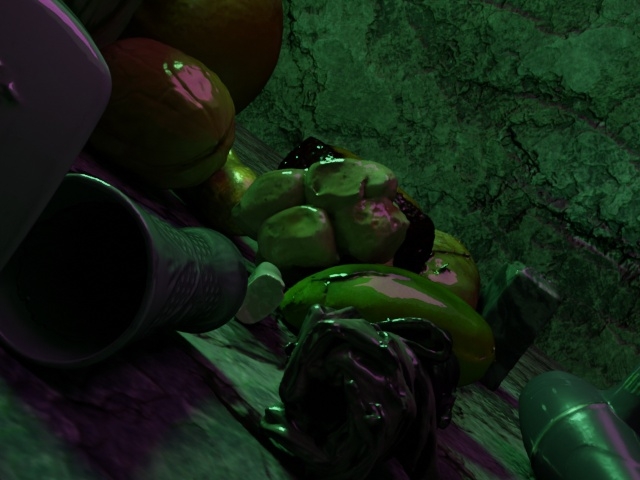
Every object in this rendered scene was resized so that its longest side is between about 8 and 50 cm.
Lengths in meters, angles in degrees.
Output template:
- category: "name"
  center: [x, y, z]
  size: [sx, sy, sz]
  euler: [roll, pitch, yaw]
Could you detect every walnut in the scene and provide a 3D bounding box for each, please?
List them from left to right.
- category: "walnut"
  center: [-0.188, -0.146, 1.077]
  size: [0.206, 0.159, 0.159]
  euler: [32, 3, 32]

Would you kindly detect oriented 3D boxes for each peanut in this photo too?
- category: "peanut"
  center: [-0.127, -0.072, 1.163]
  size: [0.087, 0.087, 0.207]
  euler: [30, 11, -42]

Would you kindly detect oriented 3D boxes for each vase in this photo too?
- category: "vase"
  center: [-0.106, 0.022, 0.567]
  size: [0.096, 0.096, 0.219]
  euler: [37, 3, 11]

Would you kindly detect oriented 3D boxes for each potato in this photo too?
- category: "potato"
  center: [0.154, 0.053, 1.468]
  size: [0.172, 0.140, 0.300]
  euler: [5, 9, -6]

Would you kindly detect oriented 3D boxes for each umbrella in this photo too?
- category: "umbrella"
  center: [0.066, 0.111, 0.723]
  size: [0.106, 0.113, 0.357]
  euler: [15, -1, 18]

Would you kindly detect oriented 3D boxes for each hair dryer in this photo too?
- category: "hair dryer"
  center: [0.370, 0.155, 0.947]
  size: [0.121, 0.361, 0.301]
  euler: [33, 15, -27]

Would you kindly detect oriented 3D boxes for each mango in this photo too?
- category: "mango"
  center: [0.069, 0.083, 0.957]
  size: [0.232, 0.111, 0.125]
  euler: [16, -26, -16]

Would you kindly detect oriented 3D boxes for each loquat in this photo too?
- category: "loquat"
  center: [-0.212, -0.305, 1.344]
  size: [0.328, 0.328, 0.328]
  euler: [36, 6, -5]

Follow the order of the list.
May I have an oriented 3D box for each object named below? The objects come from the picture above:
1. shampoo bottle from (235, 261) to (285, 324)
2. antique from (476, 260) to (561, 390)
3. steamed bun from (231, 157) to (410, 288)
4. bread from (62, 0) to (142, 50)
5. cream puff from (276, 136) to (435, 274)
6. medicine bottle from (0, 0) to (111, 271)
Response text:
- category: "shampoo bottle"
  center: [-0.053, 0.043, 0.873]
  size: [0.034, 0.049, 0.141]
  euler: [34, 5, -5]
- category: "antique"
  center: [0.275, 0.121, 1.433]
  size: [0.088, 0.183, 0.086]
  euler: [36, 6, -7]
- category: "steamed bun"
  center: [0.000, 0.000, 1.012]
  size: [0.192, 0.106, 0.177]
  euler: [1, -27, -1]
- category: "bread"
  center: [-0.262, -0.321, 1.010]
  size: [0.129, 0.382, 0.366]
  euler: [34, -38, -3]
- category: "cream puff"
  center: [0.031, -0.020, 1.250]
  size: [0.239, 0.165, 0.239]
  euler: [35, 2, -1]
- category: "medicine bottle"
  center: [-0.236, -0.090, 0.345]
  size: [0.296, 0.161, 0.111]
  euler: [35, 4, -23]
